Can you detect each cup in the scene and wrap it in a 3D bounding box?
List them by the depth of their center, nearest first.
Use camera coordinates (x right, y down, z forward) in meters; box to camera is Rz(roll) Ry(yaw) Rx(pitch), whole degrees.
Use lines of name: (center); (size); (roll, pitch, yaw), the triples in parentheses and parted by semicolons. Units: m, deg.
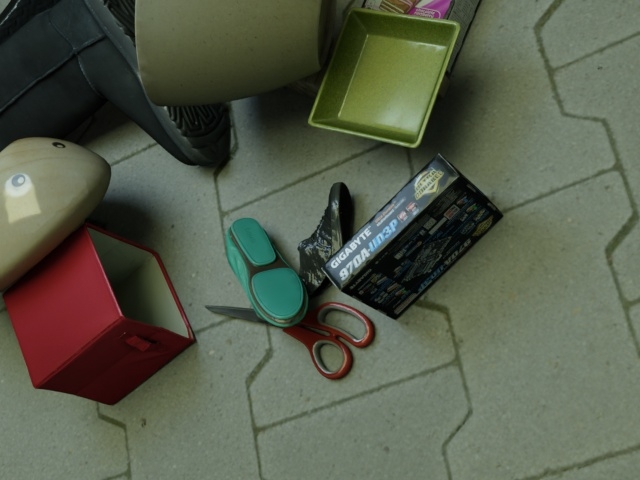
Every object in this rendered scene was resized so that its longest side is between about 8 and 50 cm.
cup: (-0.103, -0.345, 1.553); (0.237, 0.331, 0.331); (8, 76, 6)

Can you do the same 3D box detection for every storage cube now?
storage cube: (-0.350, 0.120, 1.691); (0.193, 0.184, 0.215); (-39, 59, 15)

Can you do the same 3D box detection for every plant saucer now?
plant saucer: (0.097, -0.228, 1.526); (0.188, 0.045, 0.188); (16, 84, 32)

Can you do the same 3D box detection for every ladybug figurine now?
ladybug figurine: (-0.514, -0.036, 1.745); (0.449, 0.162, 0.305); (-29, 19, 44)

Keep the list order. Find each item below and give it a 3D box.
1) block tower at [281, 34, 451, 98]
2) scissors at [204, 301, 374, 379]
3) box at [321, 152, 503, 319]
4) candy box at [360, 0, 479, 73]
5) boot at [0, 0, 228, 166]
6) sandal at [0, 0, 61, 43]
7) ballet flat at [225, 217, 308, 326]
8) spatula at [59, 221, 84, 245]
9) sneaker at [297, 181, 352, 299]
block tower: (0.028, -0.261, 1.660); (0.335, 0.091, 0.097); (20, 84, 34)
scissors: (-0.049, 0.113, 1.618); (0.297, 0.021, 0.109); (24, 88, 35)
box: (0.129, 0.001, 1.456); (0.220, 0.175, 0.051); (-45, 58, 10)
candy box: (0.162, -0.385, 1.636); (0.159, 0.071, 0.233); (19, 83, 34)
boot: (-0.411, -0.216, 1.845); (0.445, 0.146, 0.367); (-26, 99, 34)
sandal: (-0.586, -0.363, 2.039); (0.446, 0.167, 0.107); (-45, 31, 1)
ballet flat: (-0.079, 0.066, 1.600); (0.083, 0.087, 0.247); (-13, 41, -17)
spatula: (-0.509, -0.048, 1.946); (0.242, 0.019, 0.168); (11, 84, 34)
sneaker: (0.001, 0.000, 1.603); (0.089, 0.051, 0.170); (-8, 79, 26)
